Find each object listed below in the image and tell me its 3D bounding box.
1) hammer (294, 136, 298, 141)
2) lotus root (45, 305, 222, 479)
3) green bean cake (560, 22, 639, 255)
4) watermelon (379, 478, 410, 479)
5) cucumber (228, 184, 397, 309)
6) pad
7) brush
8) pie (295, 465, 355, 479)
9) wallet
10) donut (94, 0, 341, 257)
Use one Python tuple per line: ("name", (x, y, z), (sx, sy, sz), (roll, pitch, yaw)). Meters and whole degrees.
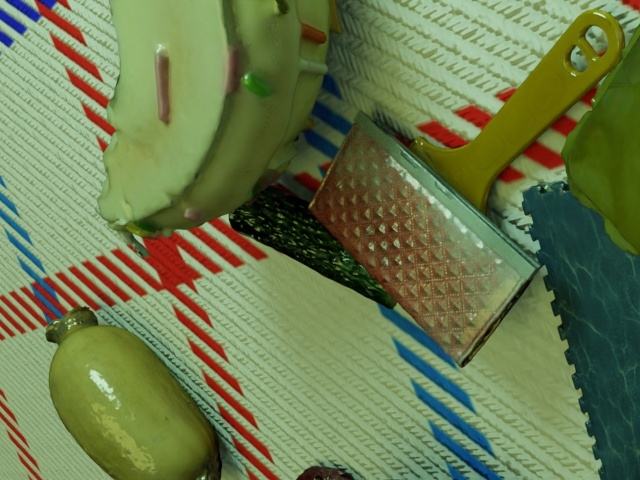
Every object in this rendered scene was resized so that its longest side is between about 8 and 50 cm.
("hammer", (-0.123, -0.188, 0.944), (0.125, 0.027, 0.297), (-37, 83, 46))
("lotus root", (-0.230, 0.201, 1.202), (0.303, 0.131, 0.146), (44, 137, 21))
("green bean cake", (0.257, -0.053, 0.510), (0.233, 0.124, 0.236), (47, 134, 24))
("watermelon", (0.068, 0.337, 0.857), (0.269, 0.269, 0.269), (26, 129, 37))
("cucumber", (0.000, 0.001, 0.890), (0.187, 0.058, 0.058), (27, 129, 33))
("pad", (0.271, 0.076, 0.672), (0.269, 0.012, 0.269), (-7, 106, 49))
("brush", (0.127, -0.070, 0.734), (0.103, 0.013, 0.272), (58, 143, 14))
("pie", (0.024, 0.302, 1.053), (0.153, 0.038, 0.153), (24, 127, 35))
("wallet", (0.072, -0.004, 0.790), (0.196, 0.020, 0.103), (45, 118, 28))
("donut", (-0.129, -0.201, 0.822), (0.307, 0.150, 0.371), (-26, 90, 44))
